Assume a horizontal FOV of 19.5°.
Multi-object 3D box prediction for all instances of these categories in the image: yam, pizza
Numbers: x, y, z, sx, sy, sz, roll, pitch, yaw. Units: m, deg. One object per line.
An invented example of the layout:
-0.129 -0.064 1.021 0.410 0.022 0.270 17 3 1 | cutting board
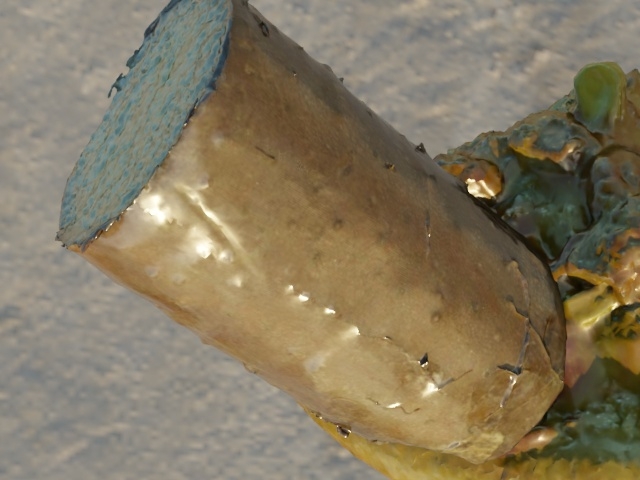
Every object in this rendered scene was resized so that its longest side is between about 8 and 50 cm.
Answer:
0.001 0.001 0.831 0.129 0.238 0.128 -41 35 22 | yam
0.105 0.066 0.955 0.257 0.087 0.268 -33 60 14 | pizza
